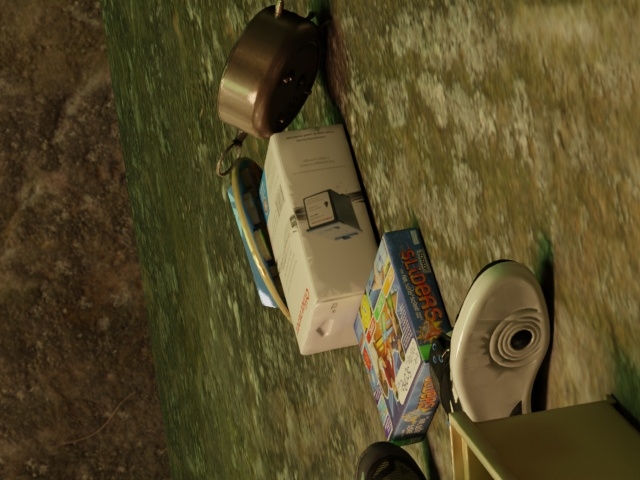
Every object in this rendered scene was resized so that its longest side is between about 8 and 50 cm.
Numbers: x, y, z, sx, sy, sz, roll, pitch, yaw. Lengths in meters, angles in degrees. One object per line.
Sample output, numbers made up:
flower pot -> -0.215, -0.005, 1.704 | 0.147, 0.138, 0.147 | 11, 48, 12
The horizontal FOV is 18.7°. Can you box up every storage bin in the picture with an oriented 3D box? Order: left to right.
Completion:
storage bin -> 0.191, 0.273, 1.294 | 0.262, 0.123, 0.260 | -131, 33, -64

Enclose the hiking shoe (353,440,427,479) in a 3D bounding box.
hiking shoe -> 0.102, 0.288, 1.810 | 0.114, 0.086, 0.227 | -41, 65, 59

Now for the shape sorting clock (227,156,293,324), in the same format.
shape sorting clock -> -0.045, 0.004, 2.117 | 0.206, 0.040, 0.206 | -18, -90, -77

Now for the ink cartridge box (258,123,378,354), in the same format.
ink cartridge box -> 0.000, 0.000, 1.972 | 0.139, 0.082, 0.190 | 106, 150, -63

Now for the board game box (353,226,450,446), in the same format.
board game box -> 0.077, 0.094, 1.824 | 0.201, 0.035, 0.136 | 106, 151, -62

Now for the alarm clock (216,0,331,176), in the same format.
alarm clock -> -0.056, -0.149, 1.953 | 0.192, 0.064, 0.129 | -62, -16, 5

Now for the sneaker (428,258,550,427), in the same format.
sneaker -> 0.121, 0.084, 1.534 | 0.121, 0.079, 0.217 | -120, 22, -51
